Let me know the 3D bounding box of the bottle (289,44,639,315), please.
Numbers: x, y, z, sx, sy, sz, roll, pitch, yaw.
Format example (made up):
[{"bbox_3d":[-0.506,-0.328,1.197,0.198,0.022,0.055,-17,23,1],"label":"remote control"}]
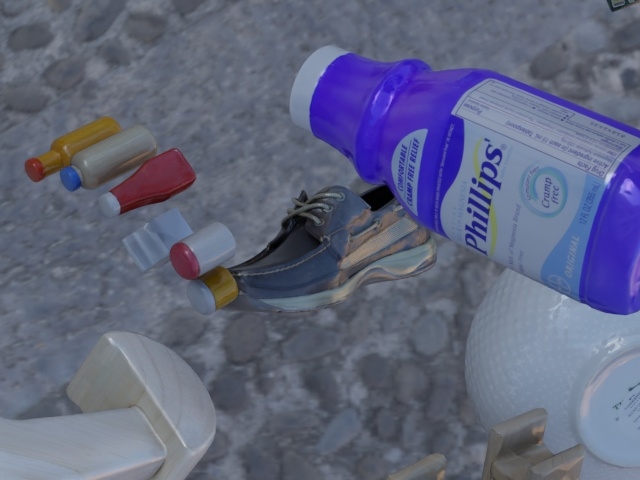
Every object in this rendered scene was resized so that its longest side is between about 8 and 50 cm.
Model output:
[{"bbox_3d":[0.107,-0.055,0.901,0.092,0.283,0.118,-35,142,-42],"label":"bottle"}]

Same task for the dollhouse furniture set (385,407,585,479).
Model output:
[{"bbox_3d":[0.161,0.421,1.284,0.394,0.362,0.256,-18,132,-26],"label":"dollhouse furniture set"}]

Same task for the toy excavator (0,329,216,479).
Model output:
[{"bbox_3d":[-0.335,0.113,0.950,0.445,0.222,0.433,39,30,1],"label":"toy excavator"}]

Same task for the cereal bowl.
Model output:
[{"bbox_3d":[0.340,0.149,1.505,0.339,0.141,0.338,-3,112,-8],"label":"cereal bowl"}]

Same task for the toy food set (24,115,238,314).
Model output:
[{"bbox_3d":[-0.178,-0.021,1.302,0.104,0.111,0.232,-31,84,-33],"label":"toy food set"}]

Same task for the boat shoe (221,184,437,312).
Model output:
[{"bbox_3d":[0.000,0.000,1.571,0.355,0.132,0.130,-17,102,-50],"label":"boat shoe"}]

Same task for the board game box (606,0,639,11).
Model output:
[{"bbox_3d":[0.238,-0.161,0.621,0.136,0.260,0.030,-18,93,-9],"label":"board game box"}]
